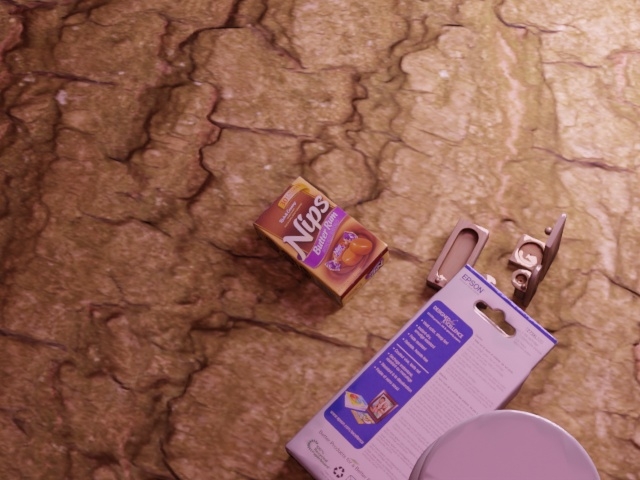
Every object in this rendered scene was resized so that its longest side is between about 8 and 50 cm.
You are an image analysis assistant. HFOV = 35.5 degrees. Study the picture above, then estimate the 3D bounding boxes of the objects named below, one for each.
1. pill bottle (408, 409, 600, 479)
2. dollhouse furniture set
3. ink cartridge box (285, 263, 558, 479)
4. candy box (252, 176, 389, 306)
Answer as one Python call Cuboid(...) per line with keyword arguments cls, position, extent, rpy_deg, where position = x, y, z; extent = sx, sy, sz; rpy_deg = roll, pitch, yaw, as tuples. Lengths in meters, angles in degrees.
Cuboid(cls="pill bottle", position=(0.209, 0.336, 1.169), extent=(0.224, 0.392, 0.224), rpy_deg=(-2, 66, 6))
Cuboid(cls="dollhouse furniture set", position=(0.252, 0.017, 1.454), extent=(0.151, 0.123, 0.144), rpy_deg=(26, 71, 17))
Cuboid(cls="ink cartridge box", position=(0.142, 0.222, 1.399), extent=(0.371, 0.069, 0.176), rpy_deg=(-45, 68, -7))
Cuboid(cls="candy box", position=(0.000, 0.000, 1.531), extent=(0.187, 0.053, 0.109), rpy_deg=(38, 76, 22))
